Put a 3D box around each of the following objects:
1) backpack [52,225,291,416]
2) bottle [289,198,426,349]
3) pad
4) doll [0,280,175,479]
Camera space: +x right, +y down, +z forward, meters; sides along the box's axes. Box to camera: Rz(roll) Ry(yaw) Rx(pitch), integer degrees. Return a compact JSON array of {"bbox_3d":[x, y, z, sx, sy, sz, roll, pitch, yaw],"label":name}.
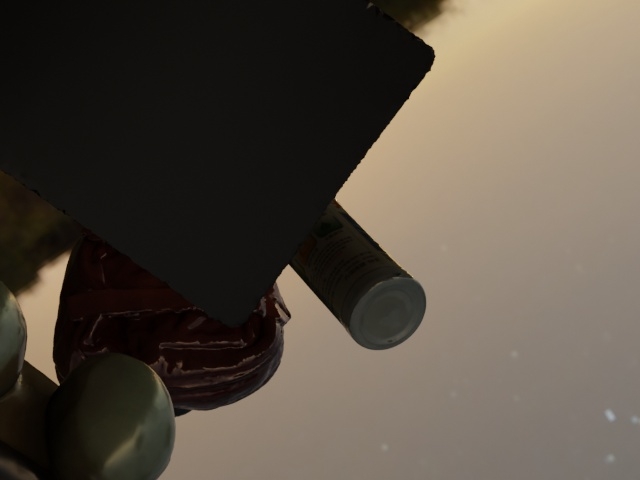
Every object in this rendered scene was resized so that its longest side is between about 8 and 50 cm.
[{"bbox_3d":[-0.134,0.070,1.405,0.229,0.229,0.139,-41,150,-47],"label":"backpack"},{"bbox_3d":[0.000,0.000,1.059,0.060,0.060,0.217,-35,-142,-7],"label":"bottle"},{"bbox_3d":[-0.101,-0.093,0.637,0.159,0.265,0.009,-53,-174,22],"label":"pad"},{"bbox_3d":[-0.218,0.177,0.750,0.330,0.235,0.174,-59,-163,-16],"label":"doll"}]
